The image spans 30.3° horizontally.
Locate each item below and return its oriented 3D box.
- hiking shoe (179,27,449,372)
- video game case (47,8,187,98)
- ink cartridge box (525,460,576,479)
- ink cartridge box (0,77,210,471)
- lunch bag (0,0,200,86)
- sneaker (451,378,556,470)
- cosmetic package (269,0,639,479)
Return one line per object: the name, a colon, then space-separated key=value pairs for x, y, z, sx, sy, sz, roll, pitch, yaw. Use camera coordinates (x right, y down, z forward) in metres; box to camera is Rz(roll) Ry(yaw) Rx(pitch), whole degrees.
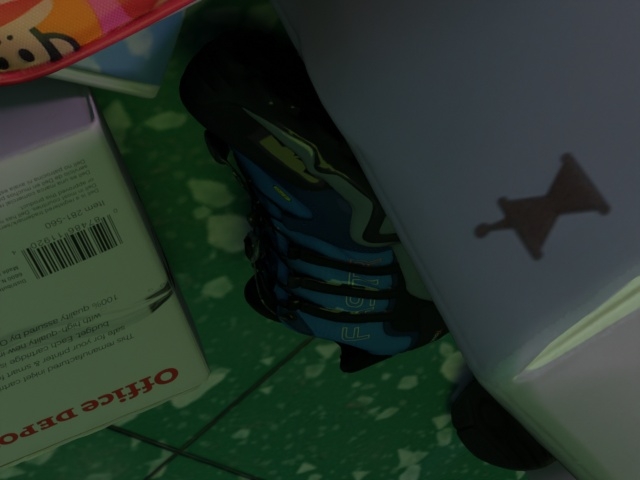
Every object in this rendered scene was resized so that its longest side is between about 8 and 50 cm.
hiking shoe: x=0.000 y=0.000 z=0.706 sx=0.132 sy=0.113 sz=0.304 roll=-36 pitch=137 yaw=11
video game case: x=-0.139 y=-0.170 z=0.502 sx=0.213 sy=0.023 sz=0.193 roll=9 pitch=114 yaw=-32
ink cartridge box: x=0.287 y=0.146 z=1.005 sx=0.154 sy=0.093 sz=0.212 roll=26 pitch=120 yaw=-41
ink cartridge box: x=-0.171 y=0.016 z=0.657 sx=0.160 sy=0.092 sz=0.219 roll=-21 pitch=138 yaw=-6
lunch bag: x=-0.067 y=-0.217 z=0.407 sx=0.293 sy=0.120 sz=0.258 roll=-25 pitch=115 yaw=-9
sneaker: x=0.202 y=0.103 z=0.922 sx=0.130 sy=0.087 sz=0.227 roll=-28 pitch=168 yaw=-42
cosmetic package: x=0.223 y=-0.055 z=0.595 sx=0.327 sy=0.329 sz=0.394 roll=-35 pitch=138 yaw=11
